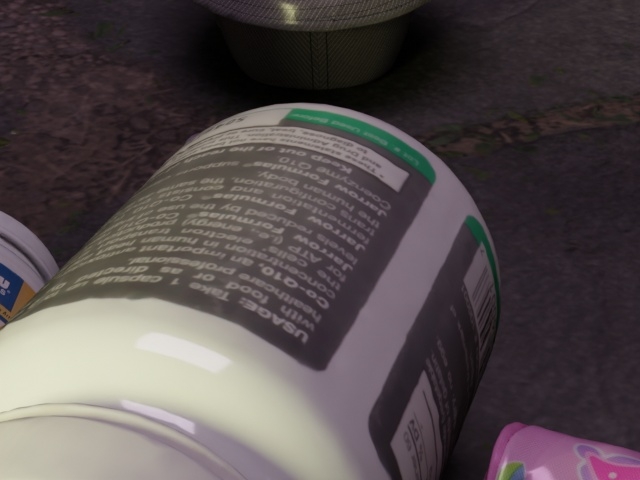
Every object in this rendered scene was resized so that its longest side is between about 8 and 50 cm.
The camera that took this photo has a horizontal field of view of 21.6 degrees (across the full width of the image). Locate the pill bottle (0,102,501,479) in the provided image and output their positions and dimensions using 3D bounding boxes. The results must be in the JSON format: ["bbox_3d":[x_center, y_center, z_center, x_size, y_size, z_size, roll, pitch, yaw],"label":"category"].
[{"bbox_3d":[-0.048,0.087,0.745,0.204,0.204,0.361,8,25,14],"label":"pill bottle"}]

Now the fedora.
[{"bbox_3d":[-0.005,-0.212,1.325,0.244,0.124,0.275,-7,41,-6],"label":"fedora"}]

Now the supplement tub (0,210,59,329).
[{"bbox_3d":[-0.209,0.080,0.851,0.144,0.144,0.199,2,33,4],"label":"supplement tub"}]

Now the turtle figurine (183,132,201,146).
[{"bbox_3d":[0.000,0.000,1.013,0.234,0.118,0.175,15,35,32],"label":"turtle figurine"}]

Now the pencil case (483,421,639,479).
[{"bbox_3d":[0.198,0.168,0.743,0.284,0.124,0.124,12,34,20],"label":"pencil case"}]
